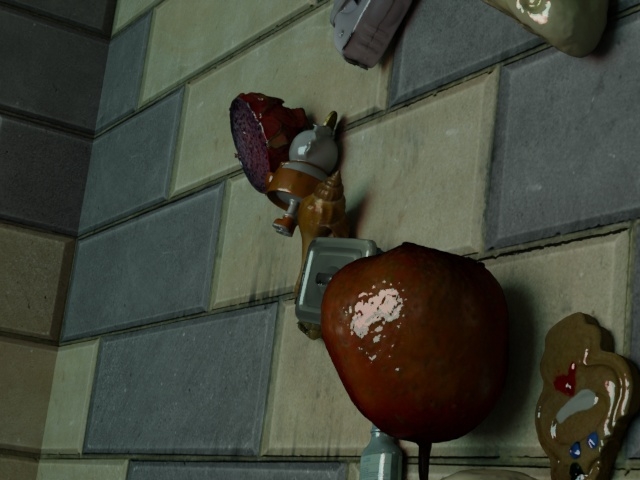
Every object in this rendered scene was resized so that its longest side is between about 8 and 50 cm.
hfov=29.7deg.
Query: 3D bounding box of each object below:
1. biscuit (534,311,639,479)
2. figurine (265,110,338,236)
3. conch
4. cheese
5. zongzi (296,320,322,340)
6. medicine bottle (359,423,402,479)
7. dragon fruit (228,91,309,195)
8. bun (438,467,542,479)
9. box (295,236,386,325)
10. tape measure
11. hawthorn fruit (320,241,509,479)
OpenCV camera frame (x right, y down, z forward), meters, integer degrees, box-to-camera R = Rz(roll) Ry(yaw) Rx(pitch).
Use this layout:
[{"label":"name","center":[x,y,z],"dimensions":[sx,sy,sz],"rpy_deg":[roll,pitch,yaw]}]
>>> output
[{"label":"biscuit","center":[0.361,0.255,1.657],"dimensions":[0.183,0.047,0.319],"rpy_deg":[-13,68,61]},{"label":"figurine","center":[-0.020,-0.135,2.419],"dimensions":[0.271,0.143,0.143],"rpy_deg":[-53,28,-10]},{"label":"conch","center":[0.002,-0.003,2.348],"dimensions":[0.093,0.109,0.330],"rpy_deg":[-60,-13,-49]},{"label":"cheese","center":[0.337,-0.393,1.866],"dimensions":[0.248,0.174,0.251],"rpy_deg":[-13,71,56]},{"label":"zongzi","center":[-0.009,0.147,2.347],"dimensions":[0.083,0.040,0.076],"rpy_deg":[-61,24,1]},{"label":"medicine bottle","center":[0.101,0.387,2.028],"dimensions":[0.090,0.054,0.208],"rpy_deg":[-26,53,55]},{"label":"dragon fruit","center":[-0.088,-0.217,2.563],"dimensions":[0.224,0.148,0.218],"rpy_deg":[35,137,58]},{"label":"bun","center":[0.241,0.483,1.587],"dimensions":[0.360,0.211,0.359],"rpy_deg":[-40,44,55]},{"label":"box","center":[0.054,0.082,2.171],"dimensions":[0.227,0.130,0.162],"rpy_deg":[3,79,59]},{"label":"tape measure","center":[0.099,-0.476,2.361],"dimensions":[0.236,0.120,0.197],"rpy_deg":[-59,31,19]},{"label":"hawthorn fruit","center":[0.146,0.187,1.826],"dimensions":[0.285,0.285,0.369],"rpy_deg":[-12,81,58]}]
